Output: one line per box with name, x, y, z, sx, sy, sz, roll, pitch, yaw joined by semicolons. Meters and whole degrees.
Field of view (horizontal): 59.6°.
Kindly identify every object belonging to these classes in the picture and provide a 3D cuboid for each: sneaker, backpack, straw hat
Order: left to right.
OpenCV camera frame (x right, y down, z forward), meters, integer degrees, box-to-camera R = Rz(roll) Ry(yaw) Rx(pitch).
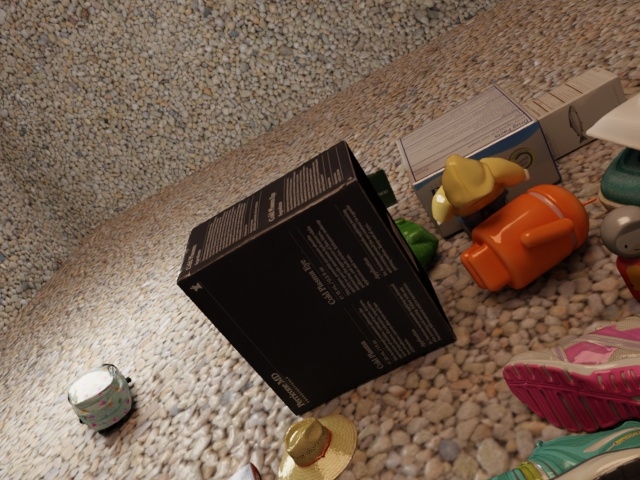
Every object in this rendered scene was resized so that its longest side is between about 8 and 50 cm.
backpack;-0.522;0.371;1.318;0.152;0.115;0.182;-41;28;-20
straw hat;-0.020;0.311;0.861;0.145;0.061;0.144;-29;25;14
sneaker;0.243;0.272;0.593;0.276;0.106;0.110;-24;7;12
sneaker;0.345;0.153;0.660;0.252;0.102;0.111;-11;23;41

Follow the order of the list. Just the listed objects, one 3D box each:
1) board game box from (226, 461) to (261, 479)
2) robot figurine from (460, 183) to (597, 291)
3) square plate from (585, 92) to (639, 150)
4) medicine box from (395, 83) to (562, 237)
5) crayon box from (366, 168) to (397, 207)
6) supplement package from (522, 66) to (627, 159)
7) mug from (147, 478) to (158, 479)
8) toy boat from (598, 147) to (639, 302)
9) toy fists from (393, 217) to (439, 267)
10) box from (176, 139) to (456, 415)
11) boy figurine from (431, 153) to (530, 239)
board game box;-0.123;0.451;0.778;0.145;0.027;0.281;-35;24;-4
robot figurine;0.339;-0.006;0.908;0.220;0.158;0.128;-36;53;-3
square plate;0.616;-0.198;0.747;0.347;0.049;0.344;-31;34;-14
medicine box;0.326;-0.180;1.213;0.264;0.149;0.289;-28;26;15
crayon box;0.031;-0.065;1.271;0.203;0.083;0.323;-23;2;-8
supplement package;0.528;-0.264;1.165;0.179;0.105;0.105;-29;25;13
mug;-0.272;0.440;0.948;0.064;0.062;0.078;3;50;42
toy boat;0.500;-0.063;0.783;0.318;0.148;0.268;-46;27;-23
toy fists;0.119;0.018;1.179;0.279;0.096;0.142;-4;35;51
box;-0.003;0.070;0.936;0.313;0.343;0.179;-29;27;11
boy figurine;0.275;-0.080;0.961;0.177;0.092;0.285;-26;-19;14
